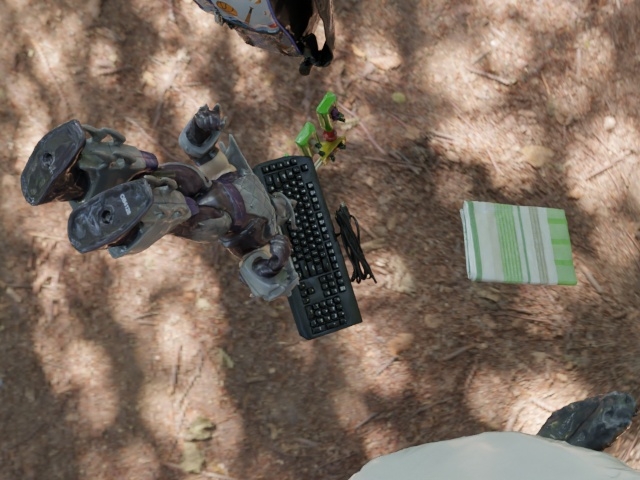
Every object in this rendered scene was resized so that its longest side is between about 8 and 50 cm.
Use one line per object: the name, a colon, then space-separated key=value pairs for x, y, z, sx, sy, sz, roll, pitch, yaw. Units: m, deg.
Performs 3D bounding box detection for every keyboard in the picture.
keyboard: x=0.000 y=0.000 z=0.868 sx=0.100 sy=0.038 sz=0.192 roll=-18 pitch=90 yaw=-18

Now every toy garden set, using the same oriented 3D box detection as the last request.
toy garden set: x=-0.024 y=-0.132 z=1.539 sx=0.049 sy=0.204 sz=0.244 roll=33 pitch=85 yaw=10

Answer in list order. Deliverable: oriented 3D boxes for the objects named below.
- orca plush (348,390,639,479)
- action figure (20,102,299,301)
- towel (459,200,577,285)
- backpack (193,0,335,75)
orca plush: x=0.109 y=0.131 z=0.305 sx=0.287 sy=0.151 sz=0.102 roll=-26 pitch=95 yaw=45
action figure: x=-0.095 y=-0.030 z=0.689 sx=0.099 sy=0.285 sz=0.185 roll=-43 pitch=70 yaw=22
towel: x=0.259 y=0.006 z=1.095 sx=0.152 sy=0.023 sz=0.113 roll=5 pitch=67 yaw=-15
backpack: x=-0.067 y=-0.384 z=1.047 sx=0.213 sy=0.263 sz=0.276 roll=12 pitch=87 yaw=8
